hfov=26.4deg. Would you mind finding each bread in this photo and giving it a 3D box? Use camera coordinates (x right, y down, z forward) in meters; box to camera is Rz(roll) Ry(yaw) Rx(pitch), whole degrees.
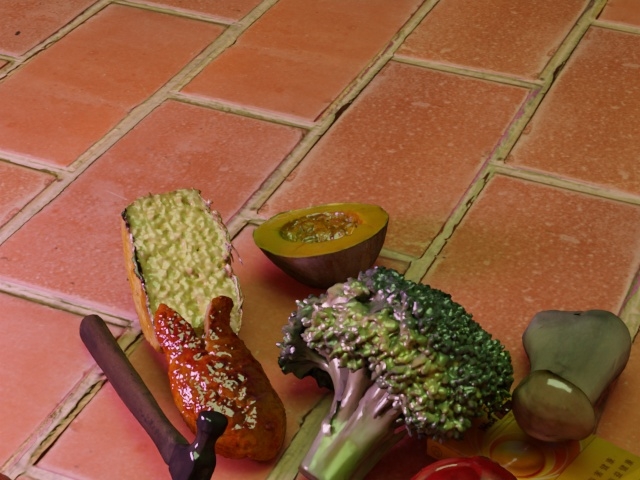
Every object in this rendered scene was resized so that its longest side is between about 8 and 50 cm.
[{"bbox_3d":[-0.136,0.182,1.853,0.139,0.095,0.268,-9,62,-30],"label":"bread"},{"bbox_3d":[-0.209,0.063,2.028,0.160,0.147,0.260,-13,69,-23],"label":"bread"}]

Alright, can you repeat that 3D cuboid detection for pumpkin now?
[{"bbox_3d":[0.008,0.016,2.158,0.218,0.110,0.217,-9,28,5],"label":"pumpkin"}]

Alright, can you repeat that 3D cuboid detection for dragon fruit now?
[{"bbox_3d":[0.167,0.342,1.617,0.172,0.172,0.209,26,39,33],"label":"dragon fruit"}]

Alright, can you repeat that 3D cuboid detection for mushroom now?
[{"bbox_3d":[0.331,0.181,1.864,0.159,0.122,0.329,-21,9,26],"label":"mushroom"}]

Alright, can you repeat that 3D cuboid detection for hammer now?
[{"bbox_3d":[-0.244,0.210,1.848,0.044,0.168,0.440,14,16,-32],"label":"hammer"}]

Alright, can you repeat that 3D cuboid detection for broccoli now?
[{"bbox_3d":[0.060,0.160,1.784,0.302,0.249,0.375,-33,30,-30],"label":"broccoli"}]

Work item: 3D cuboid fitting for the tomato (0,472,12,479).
[{"bbox_3d":[-0.411,0.354,1.614,0.167,0.167,0.167,0,34,0],"label":"tomato"}]

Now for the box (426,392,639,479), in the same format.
[{"bbox_3d":[0.291,0.291,1.797,0.269,0.043,0.152,25,40,31],"label":"box"}]
